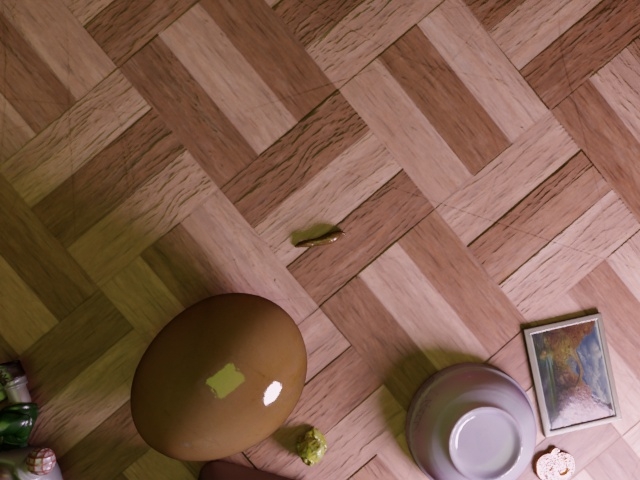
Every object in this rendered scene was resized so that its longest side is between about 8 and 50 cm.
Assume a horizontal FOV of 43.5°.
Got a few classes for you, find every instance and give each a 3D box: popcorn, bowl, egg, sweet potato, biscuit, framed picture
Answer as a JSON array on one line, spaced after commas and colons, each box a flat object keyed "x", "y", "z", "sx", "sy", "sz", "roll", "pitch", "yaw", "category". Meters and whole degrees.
[{"x": -0.016, "y": 0.446, "z": 1.730, "sx": 0.059, "sy": 0.068, "sz": 0.083, "roll": 46, "pitch": 50, "yaw": -26, "category": "popcorn"}, {"x": 0.334, "y": 0.413, "z": 1.708, "sx": 0.286, "sy": 0.144, "sz": 0.287, "roll": 0, "pitch": 92, "yaw": -4, "category": "bowl"}, {"x": -0.200, "y": 0.274, "z": 1.589, "sx": 0.374, "sy": 0.301, "sz": 0.301, "roll": -43, "pitch": 94, "yaw": 6, "category": "egg"}, {"x": 0.000, "y": 0.000, "z": 1.728, "sx": 0.115, "sy": 0.026, "sz": 0.026, "roll": -14, "pitch": 93, "yaw": -4, "category": "sweet potato"}, {"x": 0.522, "y": 0.499, "z": 1.785, "sx": 0.091, "sy": 0.015, "sz": 0.078, "roll": 0, "pitch": 91, "yaw": -4, "category": "biscuit"}, {"x": 0.559, "y": 0.298, "z": 1.779, "sx": 0.184, "sy": 0.016, "sz": 0.250, "roll": -11, "pitch": 93, "yaw": -3, "category": "framed picture"}]

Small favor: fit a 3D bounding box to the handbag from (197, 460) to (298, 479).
[{"x": -0.119, "y": 0.571, "z": 1.614, "sx": 0.301, "sy": 0.283, "sz": 0.149, "roll": 17, "pitch": 89, "yaw": -4, "category": "handbag"}]

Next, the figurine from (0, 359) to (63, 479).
[{"x": -0.631, "y": 0.436, "z": 1.643, "sx": 0.281, "sy": 0.167, "sz": 0.370, "roll": -17, "pitch": 82, "yaw": 30, "category": "figurine"}]
